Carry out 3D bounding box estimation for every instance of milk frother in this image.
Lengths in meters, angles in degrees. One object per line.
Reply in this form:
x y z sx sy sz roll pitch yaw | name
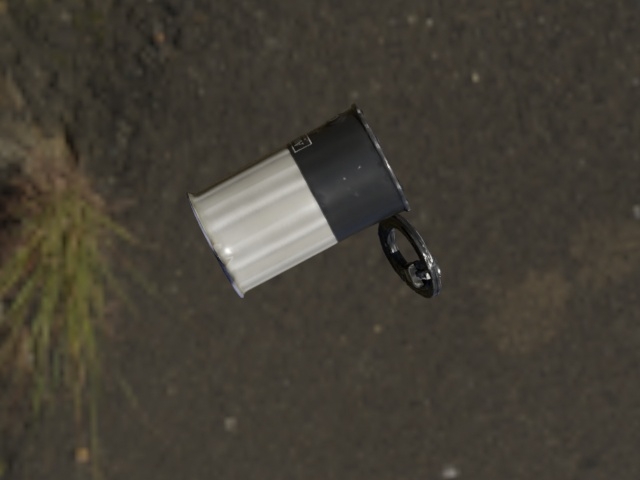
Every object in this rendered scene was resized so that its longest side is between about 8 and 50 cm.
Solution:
0.000 0.000 1.269 0.134 0.143 0.129 -28 177 1 | milk frother
